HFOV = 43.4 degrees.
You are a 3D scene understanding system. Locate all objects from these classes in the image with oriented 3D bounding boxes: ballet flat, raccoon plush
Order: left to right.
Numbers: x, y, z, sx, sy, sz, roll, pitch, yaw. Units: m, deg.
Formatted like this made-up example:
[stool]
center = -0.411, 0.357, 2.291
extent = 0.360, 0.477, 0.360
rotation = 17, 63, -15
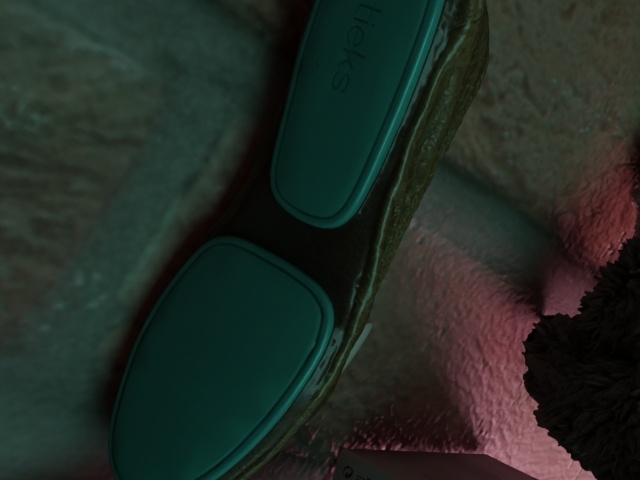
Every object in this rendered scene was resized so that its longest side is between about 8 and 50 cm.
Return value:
[ballet flat]
center = 0.000, 0.000, 0.449
extent = 0.124, 0.116, 0.342
rotation = 5, 112, -59
[raccoon plush]
center = 0.324, 0.068, 0.531
extent = 0.216, 0.446, 0.299
rotation = 19, 108, -15

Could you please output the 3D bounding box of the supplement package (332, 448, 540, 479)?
[supplement package]
center = 0.111, 0.322, 0.613
extent = 0.198, 0.199, 0.262
rotation = 16, 91, -42
